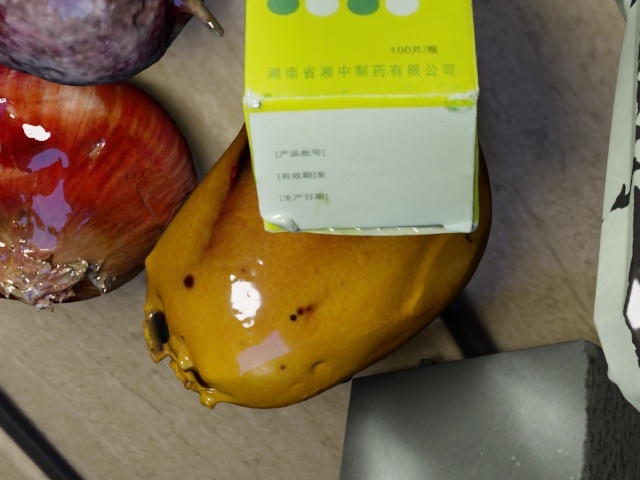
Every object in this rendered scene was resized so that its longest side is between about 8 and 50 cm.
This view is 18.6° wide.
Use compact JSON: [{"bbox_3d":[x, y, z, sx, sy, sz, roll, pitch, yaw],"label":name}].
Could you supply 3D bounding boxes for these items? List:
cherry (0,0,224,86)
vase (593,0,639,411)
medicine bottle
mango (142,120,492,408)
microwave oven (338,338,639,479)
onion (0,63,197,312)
[{"bbox_3d":[-0.155,-0.184,1.196,0.195,0.195,0.195,1,142,0],"label":"cherry"},{"bbox_3d":[0.239,-0.052,1.211,0.165,0.360,0.165,0,141,0],"label":"vase"},{"bbox_3d":[0.023,-0.136,1.203,0.137,0.250,0.141,-4,144,3],"label":"medicine bottle"},{"bbox_3d":[0.000,0.000,1.401,0.201,0.287,0.152,42,168,2],"label":"mango"},{"bbox_3d":[0.218,0.318,1.681,0.236,0.374,0.432,-13,145,32],"label":"microwave oven"},{"bbox_3d":[-0.208,-0.023,1.419,0.230,0.163,0.230,6,148,4],"label":"onion"}]
